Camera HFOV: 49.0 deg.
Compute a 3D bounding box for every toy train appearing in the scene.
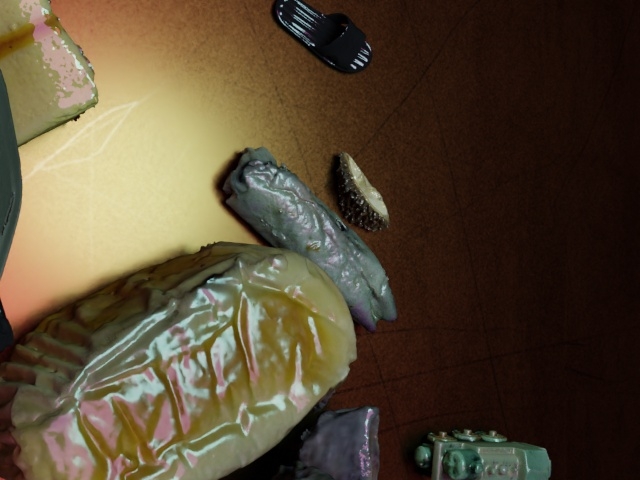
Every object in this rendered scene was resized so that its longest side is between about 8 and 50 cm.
[{"bbox_3d":[0.235,0.323,1.025,0.194,0.125,0.080,10,81,-31],"label":"toy train"}]

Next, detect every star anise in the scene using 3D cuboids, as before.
[{"bbox_3d":[-0.014,0.329,0.821,0.118,0.331,0.331,25,74,9],"label":"star anise"}]

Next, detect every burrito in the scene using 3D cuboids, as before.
[{"bbox_3d":[-0.001,0.002,0.920,0.309,0.066,0.096,46,74,-22],"label":"burrito"}]

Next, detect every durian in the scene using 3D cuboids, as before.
[{"bbox_3d":[0.059,-0.063,0.963,0.066,0.052,0.130,-45,110,-25],"label":"durian"}]

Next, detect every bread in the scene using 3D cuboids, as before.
[{"bbox_3d":[-0.153,0.135,0.756,0.389,0.183,0.235,-19,90,-34],"label":"bread"},{"bbox_3d":[-0.364,-0.133,0.651,0.264,0.163,0.167,-38,109,-24],"label":"bread"}]

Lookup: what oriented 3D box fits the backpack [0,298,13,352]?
[{"bbox_3d":[-0.371,0.054,0.678,0.120,0.106,0.165,-40,106,-29],"label":"backpack"}]

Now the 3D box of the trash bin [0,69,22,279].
[{"bbox_3d":[-0.383,-0.048,0.539,0.250,0.219,0.219,3,47,-9],"label":"trash bin"}]

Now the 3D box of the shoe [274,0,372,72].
[{"bbox_3d":[0.013,-0.279,0.938,0.160,0.053,0.062,26,74,-25],"label":"shoe"}]
